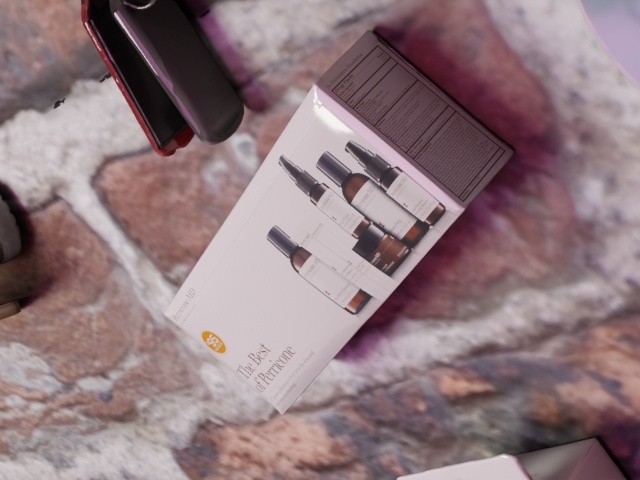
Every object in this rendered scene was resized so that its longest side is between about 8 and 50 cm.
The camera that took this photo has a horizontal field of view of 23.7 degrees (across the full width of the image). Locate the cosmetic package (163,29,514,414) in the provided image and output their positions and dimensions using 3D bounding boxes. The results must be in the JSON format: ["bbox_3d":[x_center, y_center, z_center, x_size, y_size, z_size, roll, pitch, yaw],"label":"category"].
[{"bbox_3d":[0.000,0.000,0.835,0.099,0.060,0.239,41,141,4],"label":"cosmetic package"}]

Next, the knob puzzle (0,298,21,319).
[{"bbox_3d":[-0.295,0.063,1.049,0.213,0.213,0.030,-15,92,46],"label":"knob puzzle"}]

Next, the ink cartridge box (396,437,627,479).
[{"bbox_3d":[0.139,0.178,0.876,0.104,0.060,0.180,-22,109,49],"label":"ink cartridge box"}]

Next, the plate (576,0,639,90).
[{"bbox_3d":[0.184,-0.116,0.604,0.188,0.024,0.188,22,136,23],"label":"plate"}]

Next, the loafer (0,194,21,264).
[{"bbox_3d":[-0.326,-0.009,1.079,0.251,0.087,0.094,4,127,38],"label":"loafer"}]

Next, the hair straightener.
[{"bbox_3d":[-0.098,-0.153,0.803,0.089,0.047,0.230,-6,116,43],"label":"hair straightener"}]
